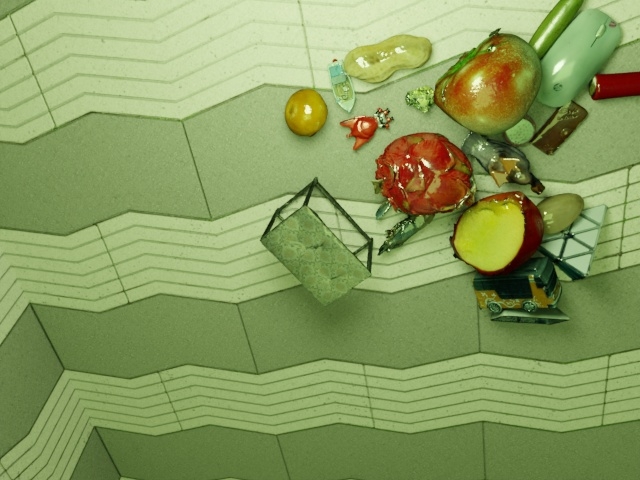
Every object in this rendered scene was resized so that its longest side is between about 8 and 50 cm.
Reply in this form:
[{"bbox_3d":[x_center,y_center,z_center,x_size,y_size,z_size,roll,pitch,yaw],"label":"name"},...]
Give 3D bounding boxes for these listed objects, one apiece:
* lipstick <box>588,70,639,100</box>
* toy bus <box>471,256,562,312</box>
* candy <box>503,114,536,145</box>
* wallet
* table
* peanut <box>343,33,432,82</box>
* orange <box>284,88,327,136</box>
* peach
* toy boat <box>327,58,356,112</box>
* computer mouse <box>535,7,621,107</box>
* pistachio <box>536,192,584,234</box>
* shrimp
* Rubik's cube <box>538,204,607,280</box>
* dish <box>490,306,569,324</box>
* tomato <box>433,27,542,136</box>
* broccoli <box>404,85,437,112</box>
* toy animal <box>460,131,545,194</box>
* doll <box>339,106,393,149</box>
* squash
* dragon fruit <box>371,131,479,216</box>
[{"bbox_3d":[0.942,-0.469,1.521,0.241,0.080,0.080,-2,118,10],"label":"lipstick"},{"bbox_3d":[0.698,0.156,1.817,0.275,0.138,0.167,-7,118,42],"label":"toy bus"},{"bbox_3d":[0.644,-0.359,1.649,0.103,0.043,0.103,5,117,9],"label":"candy"},{"bbox_3d":[0.768,-0.364,1.636,0.095,0.026,0.176,29,119,-10],"label":"wallet"},{"bbox_3d":[0.000,0.000,1.818,0.222,0.272,0.335,-37,107,23],"label":"table"},{"bbox_3d":[0.209,-0.558,1.573,0.274,0.111,0.125,-10,121,15],"label":"peanut"},{"bbox_3d":[-0.044,-0.420,1.675,0.134,0.155,0.155,-6,128,-36],"label":"orange"},{"bbox_3d":[0.620,-0.044,1.711,0.258,0.201,0.362,52,143,26],"label":"peach"},{"bbox_3d":[0.070,-0.503,1.655,0.069,0.059,0.173,-13,116,16],"label":"toy boat"},{"bbox_3d":[0.752,-0.532,1.508,0.159,0.097,0.288,33,119,-7],"label":"computer mouse"},{"bbox_3d":[0.802,-0.097,1.725,0.185,0.126,0.108,-38,146,11],"label":"pistachio"},{"bbox_3d":[0.281,-0.076,1.850,0.178,0.075,0.289,46,117,-7],"label":"shrimp"},{"bbox_3d":[0.867,0.027,1.765,0.228,0.234,0.228,-8,168,-28],"label":"Rubik's cube"},{"bbox_3d":[0.785,0.266,1.922,0.243,0.182,0.080,4,75,3],"label":"dish"},{"bbox_3d":[0.492,-0.442,1.490,0.239,0.303,0.303,44,116,-13],"label":"tomato"},{"bbox_3d":[0.328,-0.450,1.626,0.097,0.092,0.095,32,133,-29],"label":"broccoli"},{"bbox_3d":[0.596,-0.247,1.648,0.298,0.185,0.122,38,123,18],"label":"toy animal"},{"bbox_3d":[0.161,-0.385,1.705,0.169,0.057,0.109,-23,111,21],"label":"doll"},{"bbox_3d":[0.672,-0.616,1.490,0.066,0.066,0.252,30,118,-8],"label":"squash"},{"bbox_3d":[0.337,-0.212,1.653,0.342,0.277,0.278,-3,118,13],"label":"dragon fruit"}]
